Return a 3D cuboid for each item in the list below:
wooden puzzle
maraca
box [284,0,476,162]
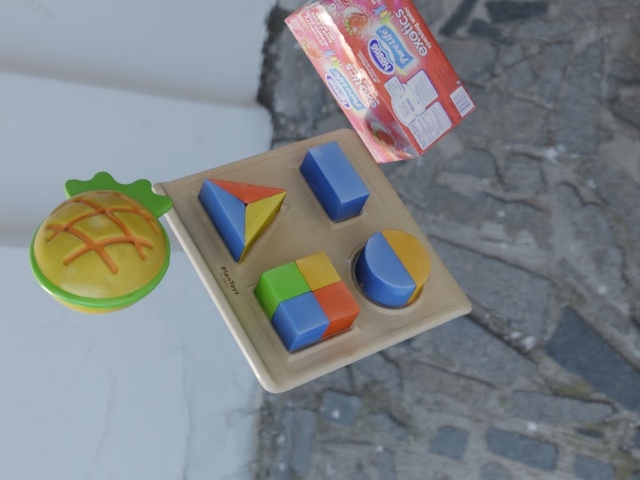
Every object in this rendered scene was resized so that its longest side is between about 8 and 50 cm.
[{"bbox_3d":[0.000,0.000,1.479,0.322,0.347,0.080,58,144,22],"label":"wooden puzzle"},{"bbox_3d":[-0.200,-0.003,1.068,0.186,0.127,0.099,-84,9,-50],"label":"maraca"},{"bbox_3d":[0.084,-0.250,1.616,0.257,0.128,0.122,55,156,-16],"label":"box"}]
